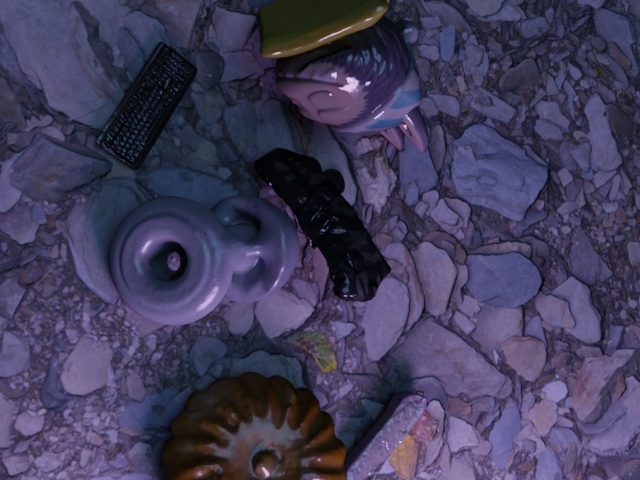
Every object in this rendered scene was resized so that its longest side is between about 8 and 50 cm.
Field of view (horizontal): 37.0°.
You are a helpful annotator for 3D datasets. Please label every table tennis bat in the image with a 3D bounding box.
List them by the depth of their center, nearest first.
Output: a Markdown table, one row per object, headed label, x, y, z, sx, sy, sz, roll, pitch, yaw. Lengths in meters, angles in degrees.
| label | x | y | z | sx | sy | sz | roll | pitch | yaw |
| --- | --- | --- | --- | --- | --- | --- | --- | --- | --- |
| table tennis bat | 0.027 | -0.096 | 1.821 | 0.050 | 0.007 | 0.083 | -11 | 85 | -28 |

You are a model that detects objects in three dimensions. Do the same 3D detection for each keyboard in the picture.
| label | x | y | z | sx | sy | sz | roll | pitch | yaw |
| --- | --- | --- | --- | --- | --- | --- | --- | --- | --- |
| keyboard | -0.302 | -0.238 | 1.673 | 0.093 | 0.025 | 0.230 | 34 | 68 | -20 |

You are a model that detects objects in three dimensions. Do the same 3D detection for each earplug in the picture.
| label | x | y | z | sx | sy | sz | roll | pitch | yaw |
| --- | --- | --- | --- | --- | --- | --- | --- | --- | --- |
| earplug | -0.190 | 0.025 | 1.616 | 0.325 | 0.175 | 0.214 | -9 | 90 | -18 |

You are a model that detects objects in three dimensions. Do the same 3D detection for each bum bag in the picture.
| label | x | y | z | sx | sy | sz | roll | pitch | yaw |
| --- | --- | --- | --- | --- | --- | --- | --- | --- | --- |
| bum bag | 0.012 | -0.037 | 1.711 | 0.144 | 0.095 | 0.340 | -14 | 61 | -40 |

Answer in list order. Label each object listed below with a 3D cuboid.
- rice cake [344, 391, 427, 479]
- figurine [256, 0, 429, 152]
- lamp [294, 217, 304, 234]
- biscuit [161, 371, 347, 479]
| label | x | y | z | sx | sy | sz | roll | pitch | yaw |
| --- | --- | --- | --- | --- | --- | --- | --- | --- | --- |
| rice cake | 0.059 | 0.418 | 1.718 | 0.064 | 0.070 | 0.399 | 47 | 65 | -8 |
| figurine | 0.064 | -0.328 | 1.809 | 0.361 | 0.266 | 0.378 | -75 | 150 | -43 |
| lamp | 0.001 | 0.000 | 1.767 | 0.121 | 0.054 | 0.041 | 22 | 92 | -15 |
| biscuit | -0.102 | 0.375 | 1.597 | 0.325 | 0.107 | 0.326 | 8 | 65 | -17 |
